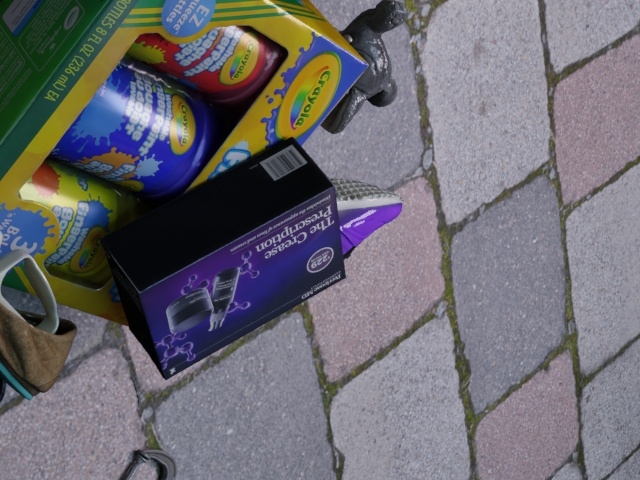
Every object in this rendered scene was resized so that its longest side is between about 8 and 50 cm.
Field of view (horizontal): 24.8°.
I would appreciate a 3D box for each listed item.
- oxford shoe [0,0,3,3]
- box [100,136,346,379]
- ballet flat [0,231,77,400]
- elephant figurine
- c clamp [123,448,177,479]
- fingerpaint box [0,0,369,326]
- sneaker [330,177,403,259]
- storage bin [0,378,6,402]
[{"bbox_3d":[-0.359,-0.253,1.686,0.130,0.123,0.348,-44,142,10],"label":"oxford shoe"},{"bbox_3d":[-0.108,0.023,1.722,0.261,0.103,0.184,-29,147,-16],"label":"box"},{"bbox_3d":[-0.363,0.050,1.550,0.124,0.116,0.342,-52,140,-11],"label":"ballet flat"},{"bbox_3d":[0.030,-0.227,2.002,0.186,0.239,0.169,42,70,-46],"label":"elephant figurine"},{"bbox_3d":[-0.264,0.354,2.027,0.161,0.022,0.137,-55,136,-20],"label":"c clamp"},{"bbox_3d":[-0.221,-0.137,1.676,0.445,0.163,0.371,-49,141,13],"label":"fingerpaint box"},{"bbox_3d":[-0.001,0.000,2.158,0.293,0.102,0.146,-14,117,-40],"label":"sneaker"},{"bbox_3d":[-0.436,0.154,1.665,0.180,0.084,0.122,-56,148,-69],"label":"storage bin"}]
